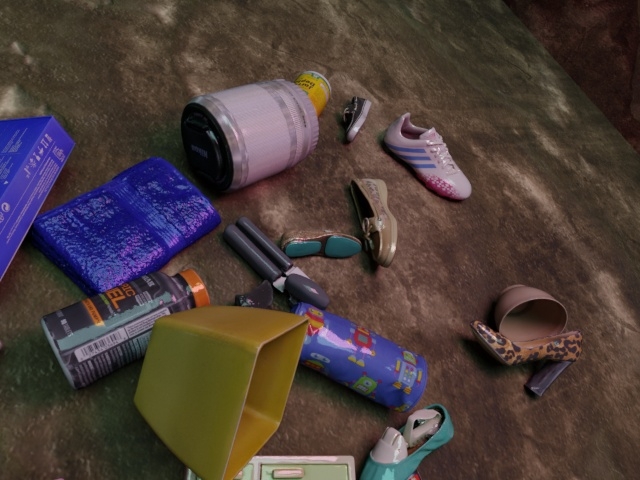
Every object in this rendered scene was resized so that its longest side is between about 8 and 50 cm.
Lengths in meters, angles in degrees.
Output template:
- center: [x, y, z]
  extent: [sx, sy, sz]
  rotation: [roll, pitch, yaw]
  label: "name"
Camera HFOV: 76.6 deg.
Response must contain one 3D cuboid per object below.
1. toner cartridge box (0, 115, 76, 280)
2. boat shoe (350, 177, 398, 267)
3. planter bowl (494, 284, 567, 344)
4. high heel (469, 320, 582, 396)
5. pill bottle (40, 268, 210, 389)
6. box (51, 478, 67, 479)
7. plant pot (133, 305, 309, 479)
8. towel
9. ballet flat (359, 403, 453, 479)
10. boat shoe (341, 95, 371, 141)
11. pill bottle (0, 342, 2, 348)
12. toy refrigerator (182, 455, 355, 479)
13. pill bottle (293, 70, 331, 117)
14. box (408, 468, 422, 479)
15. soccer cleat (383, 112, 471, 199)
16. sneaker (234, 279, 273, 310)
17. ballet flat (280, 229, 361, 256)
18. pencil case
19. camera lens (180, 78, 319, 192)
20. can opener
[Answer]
- center: [-0.589, -0.074, 0.713]
  extent: [0.166, 0.075, 0.347]
  rotation: [-3, 55, 9]
  label: "toner cartridge box"
- center: [0.132, -0.051, 1.044]
  extent: [0.090, 0.104, 0.285]
  rotation: [8, 46, -14]
  label: "boat shoe"
- center: [0.516, 0.181, 1.031]
  extent: [0.162, 0.161, 0.109]
  rotation: [20, 26, -11]
  label: "planter bowl"
- center: [0.491, 0.225, 0.965]
  extent: [0.261, 0.093, 0.186]
  rotation: [41, 89, -8]
  label: "high heel"
- center: [-0.319, 0.135, 0.698]
  extent: [0.246, 0.130, 0.130]
  rotation: [-26, 71, -35]
  label: "pill bottle"
- center: [-0.336, 0.399, 0.443]
  extent: [0.118, 0.243, 0.213]
  rotation: [0, 58, -24]
  label: "box"
- center: [-0.160, 0.209, 0.644]
  extent: [0.188, 0.212, 0.212]
  rotation: [16, 94, 16]
  label: "plant pot"
- center: [-0.382, -0.040, 0.820]
  extent: [0.228, 0.076, 0.308]
  rotation: [39, 52, 6]
  label: "towel"
- center: [0.159, 0.381, 0.767]
  extent: [0.248, 0.083, 0.087]
  rotation: [-16, 98, -36]
  label: "ballet flat"
- center: [0.101, -0.382, 1.263]
  extent: [0.070, 0.077, 0.219]
  rotation: [27, 44, -6]
  label: "boat shoe"
- center: [-0.548, 0.199, 0.588]
  extent: [0.078, 0.078, 0.137]
  rotation: [22, 52, -9]
  label: "pill bottle"
- center: [-0.080, 0.403, 0.647]
  extent: [0.270, 0.094, 0.102]
  rotation: [10, 56, -17]
  label: "toy refrigerator"
- center: [-0.054, -0.388, 1.167]
  extent: [0.118, 0.117, 0.208]
  rotation: [28, 52, -4]
  label: "pill bottle"
- center: [0.169, 0.532, 0.706]
  extent: [0.114, 0.036, 0.206]
  rotation: [-13, 64, -30]
  label: "box"
- center: [0.342, -0.254, 1.235]
  extent: [0.331, 0.143, 0.116]
  rotation: [37, 52, 3]
  label: "soccer cleat"
- center: [-0.153, 0.149, 0.814]
  extent: [0.170, 0.051, 0.089]
  rotation: [-26, 71, -39]
  label: "sneaker"
- center: [0.000, 0.000, 0.969]
  extent: [0.207, 0.073, 0.067]
  rotation: [3, 35, -27]
  label: "ballet flat"
- center: [0.054, 0.232, 0.803]
  extent: [0.306, 0.133, 0.119]
  rotation: [26, 28, -8]
  label: "pencil case"
- center: [-0.169, -0.251, 0.961]
  extent: [0.274, 0.219, 0.219]
  rotation: [-30, 74, -36]
  label: "camera lens"
- center: [-0.089, 0.047, 0.877]
  extent: [0.283, 0.095, 0.076]
  rotation: [44, 52, 8]
  label: "can opener"
